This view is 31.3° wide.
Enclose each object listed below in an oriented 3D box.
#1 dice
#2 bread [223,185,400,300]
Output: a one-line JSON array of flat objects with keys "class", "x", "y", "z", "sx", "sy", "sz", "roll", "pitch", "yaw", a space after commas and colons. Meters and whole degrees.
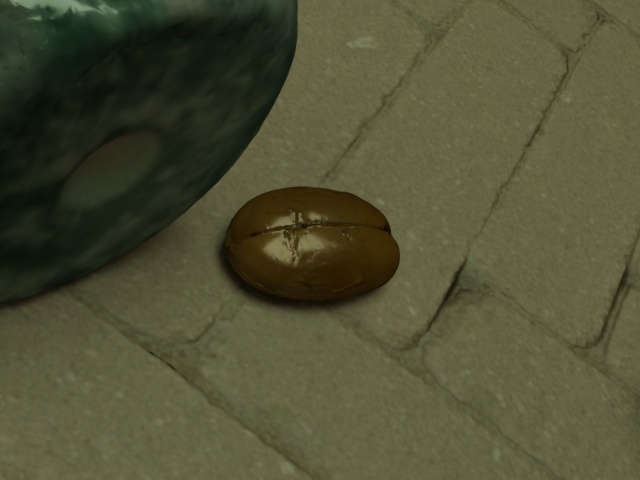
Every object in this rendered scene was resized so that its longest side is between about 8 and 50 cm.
[{"class": "dice", "x": -0.245, "y": -0.178, "z": 0.873, "sx": 0.328, "sy": 0.330, "sz": 0.348, "roll": -24, "pitch": 68, "yaw": -44}, {"class": "bread", "x": 0.000, "y": 0.000, "z": 1.068, "sx": 0.189, "sy": 0.077, "sz": 0.114, "roll": -2, "pitch": 51, "yaw": -31}]
